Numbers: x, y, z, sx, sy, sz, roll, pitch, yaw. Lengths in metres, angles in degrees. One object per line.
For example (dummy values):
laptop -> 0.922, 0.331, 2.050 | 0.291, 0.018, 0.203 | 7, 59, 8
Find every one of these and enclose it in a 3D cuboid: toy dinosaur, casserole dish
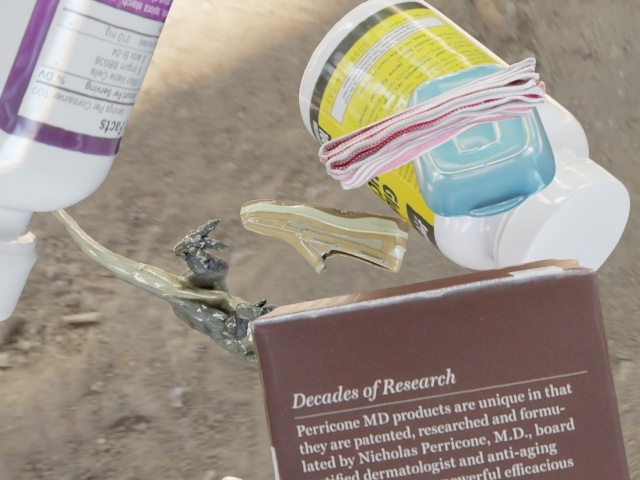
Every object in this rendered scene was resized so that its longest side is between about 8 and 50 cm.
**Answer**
toy dinosaur -> -0.083, 0.040, 1.280 | 0.268, 0.118, 0.064 | 33, 66, -19
casserole dish -> 0.128, -0.090, 1.401 | 0.114, 0.037, 0.188 | -16, 37, 5

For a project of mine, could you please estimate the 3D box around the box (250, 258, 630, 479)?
box -> 0.067, 0.122, 0.860 | 0.167, 0.168, 0.203 | -10, 89, 3

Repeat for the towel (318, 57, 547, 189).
towel -> 0.073, -0.067, 1.087 | 0.144, 0.197, 0.029 | -22, 87, 3

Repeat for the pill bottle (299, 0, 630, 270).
pill bottle -> 0.144, -0.091, 1.694 | 0.188, 0.188, 0.334 | -51, 55, 6

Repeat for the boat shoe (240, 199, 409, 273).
boat shoe -> 0.000, 0.000, 1.859 | 0.190, 0.068, 0.072 | 8, 83, 14

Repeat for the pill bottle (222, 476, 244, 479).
pill bottle -> -0.119, 0.339, 1.653 | 0.117, 0.117, 0.208 | 39, 99, 15

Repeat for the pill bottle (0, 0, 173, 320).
pill bottle -> -0.163, -0.120, 0.839 | 0.169, 0.169, 0.302 | 24, 98, 16
